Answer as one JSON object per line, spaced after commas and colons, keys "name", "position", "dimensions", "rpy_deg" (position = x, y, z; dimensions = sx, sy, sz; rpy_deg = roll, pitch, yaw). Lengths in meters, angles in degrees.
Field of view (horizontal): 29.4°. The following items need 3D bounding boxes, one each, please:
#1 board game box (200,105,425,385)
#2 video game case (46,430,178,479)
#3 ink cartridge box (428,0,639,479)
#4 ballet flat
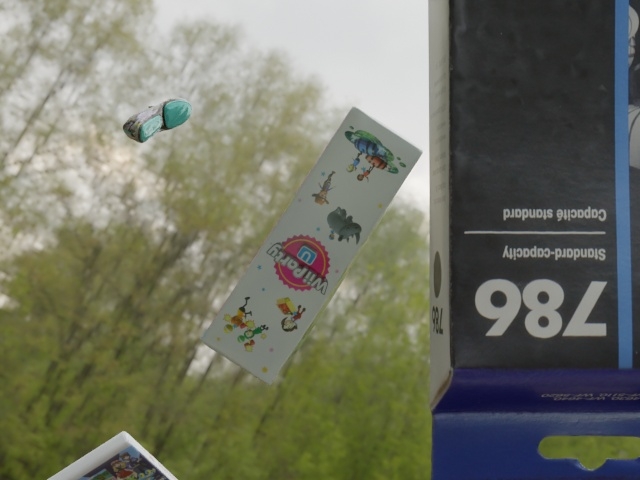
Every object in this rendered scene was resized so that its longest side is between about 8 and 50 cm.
{"name": "board game box", "position": [0.000, 0.000, 1.396], "dimensions": [0.097, 0.303, 0.224], "rpy_deg": [32, 6, 3]}
{"name": "video game case", "position": [-0.268, 0.325, 1.445], "dimensions": [0.183, 0.201, 0.023], "rpy_deg": [57, 2, -47]}
{"name": "ink cartridge box", "position": [0.134, -0.037, 0.564], "dimensions": [0.165, 0.332, 0.065], "rpy_deg": [-1, 0, -4]}
{"name": "ballet flat", "position": [-0.202, -0.151, 1.489], "dimensions": [0.041, 0.114, 0.041], "rpy_deg": [12, -63, 25]}
